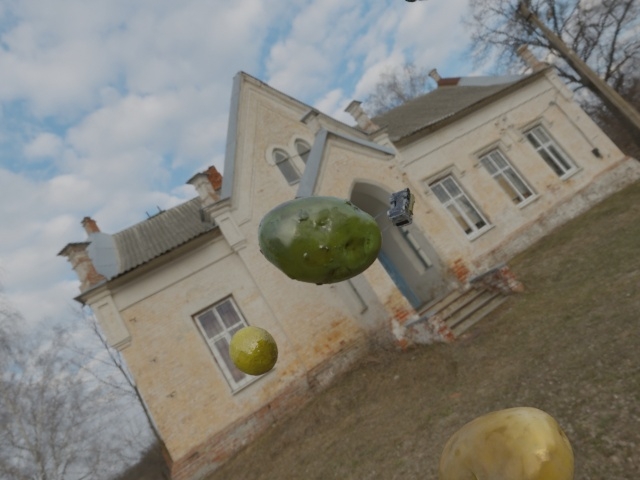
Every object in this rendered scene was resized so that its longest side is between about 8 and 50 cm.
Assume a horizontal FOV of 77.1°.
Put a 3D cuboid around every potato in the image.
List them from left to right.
[{"bbox_3d":[0.000,0.000,0.811,0.252,0.187,0.148,7,-21,-9],"label":"potato"},{"bbox_3d":[0.267,0.339,0.601,0.145,0.151,0.234,3,-43,-18],"label":"potato"}]

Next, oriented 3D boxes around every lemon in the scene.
[{"bbox_3d":[-0.158,0.258,0.946,0.109,0.132,0.109,-35,-46,-46],"label":"lemon"}]

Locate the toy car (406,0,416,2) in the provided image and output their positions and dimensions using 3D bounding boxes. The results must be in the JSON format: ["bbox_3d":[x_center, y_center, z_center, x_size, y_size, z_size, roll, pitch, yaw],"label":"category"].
[{"bbox_3d":[0.145,-0.462,0.637,0.204,0.056,0.096,-5,-71,-60],"label":"toy car"}]

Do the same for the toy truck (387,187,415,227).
[{"bbox_3d":[0.213,-0.084,1.033,0.052,0.063,0.123,-20,32,32],"label":"toy truck"}]
